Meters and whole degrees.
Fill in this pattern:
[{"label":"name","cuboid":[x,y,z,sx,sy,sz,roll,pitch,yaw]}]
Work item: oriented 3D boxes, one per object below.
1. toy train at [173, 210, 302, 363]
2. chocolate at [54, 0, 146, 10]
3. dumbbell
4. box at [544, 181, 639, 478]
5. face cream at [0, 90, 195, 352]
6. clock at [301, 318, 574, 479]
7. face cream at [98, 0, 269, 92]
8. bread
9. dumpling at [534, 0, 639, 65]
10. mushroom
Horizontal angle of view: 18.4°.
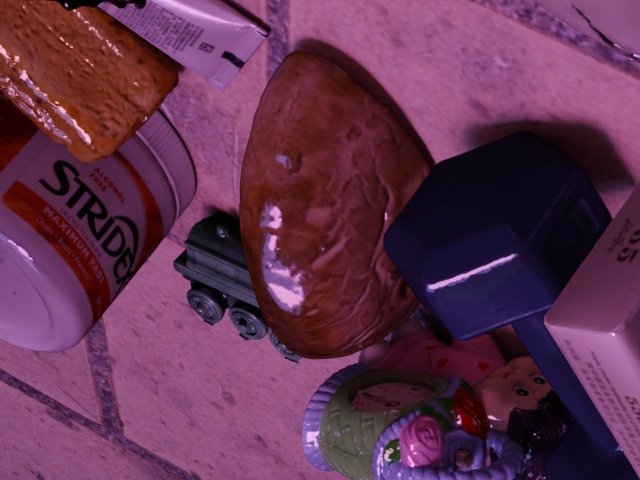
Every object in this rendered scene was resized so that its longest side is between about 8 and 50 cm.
[{"label":"toy train","cuboid":[-0.052,0.034,1.716,0.170,0.071,0.111,23,139,26]},{"label":"chocolate","cuboid":[-0.152,-0.224,1.418,0.133,0.156,0.156,19,161,-29]},{"label":"dumbbell","cuboid":[0.184,0.080,1.423,0.325,0.144,0.160,53,179,-28]},{"label":"box","cuboid":[0.266,0.091,1.339,0.071,0.168,0.259,4,138,48]},{"label":"face cream","cuboid":[-0.238,-0.032,1.697,0.201,0.187,0.201,27,150,18]},{"label":"clock","cuboid":[0.111,0.148,1.579,0.195,0.194,0.100,13,120,36]},{"label":"face cream","cuboid":[-0.157,-0.204,1.501,0.243,0.058,0.092,35,145,-7]},{"label":"bread","cuboid":[-0.219,-0.161,1.571,0.211,0.114,0.083,46,168,-13]},{"label":"dumpling","cuboid":[0.156,-0.242,0.999,0.341,0.181,0.260,60,137,30]},{"label":"mushroom","cuboid":[0.000,0.000,1.518,0.156,0.151,0.286,16,145,31]}]
